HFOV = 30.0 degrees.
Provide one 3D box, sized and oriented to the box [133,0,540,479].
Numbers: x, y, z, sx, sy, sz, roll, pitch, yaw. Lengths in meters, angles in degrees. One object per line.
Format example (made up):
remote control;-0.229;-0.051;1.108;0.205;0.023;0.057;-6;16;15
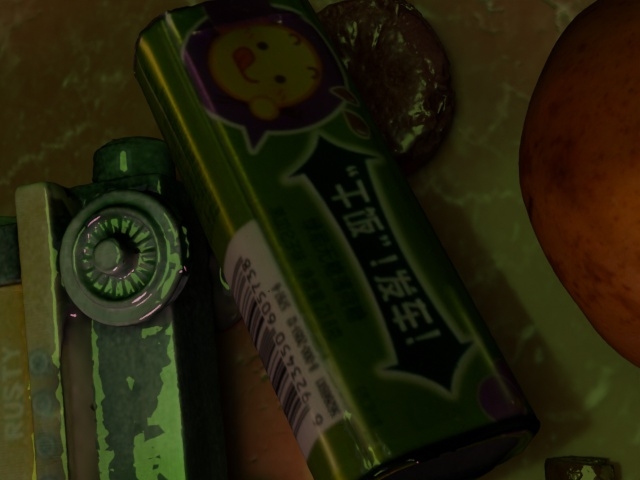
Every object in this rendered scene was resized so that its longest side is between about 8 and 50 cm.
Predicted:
box;0.000;0.000;0.753;0.134;0.097;0.345;-16;62;-22

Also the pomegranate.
pomegranate;0.246;-0.035;0.661;0.264;0.264;0.264;-3;81;19

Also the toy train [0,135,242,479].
toy train;-0.165;0.130;0.832;0.253;0.160;0.396;-9;80;18

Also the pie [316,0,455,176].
pie;0.026;-0.107;0.864;0.154;0.038;0.153;-4;79;20

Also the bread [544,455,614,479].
bread;0.169;0.182;0.772;0.047;0.036;0.083;-4;82;27
